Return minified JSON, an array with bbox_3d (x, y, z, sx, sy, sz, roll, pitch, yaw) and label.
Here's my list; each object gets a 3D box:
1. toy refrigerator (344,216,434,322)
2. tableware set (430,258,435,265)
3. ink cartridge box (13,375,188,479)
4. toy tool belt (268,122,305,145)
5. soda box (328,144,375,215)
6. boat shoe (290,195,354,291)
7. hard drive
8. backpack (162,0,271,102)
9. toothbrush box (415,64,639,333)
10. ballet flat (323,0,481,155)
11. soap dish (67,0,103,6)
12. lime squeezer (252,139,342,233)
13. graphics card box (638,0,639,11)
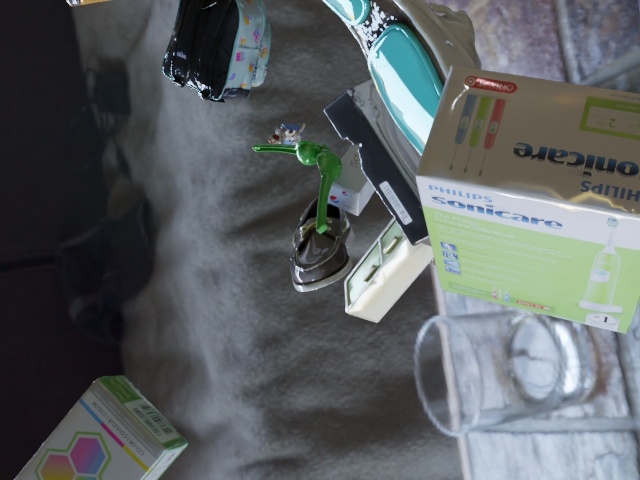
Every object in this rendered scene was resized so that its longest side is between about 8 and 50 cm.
[{"bbox_3d":[0.150,0.056,1.937,0.269,0.094,0.102,-54,26,39],"label":"toy refrigerator"},{"bbox_3d":[0.266,-0.009,2.250,0.104,0.024,0.154,7,113,48],"label":"tableware set"},{"bbox_3d":[-0.253,0.258,0.936,0.109,0.062,0.209,42,97,15],"label":"ink cartridge box"},{"bbox_3d":[-0.063,-0.211,1.705,0.052,0.083,0.051,47,116,18],"label":"toy tool belt"},{"bbox_3d":[0.092,-0.153,1.651,0.069,0.216,0.074,24,149,16],"label":"soda box"},{"bbox_3d":[0.000,0.000,1.619,0.324,0.117,0.096,-67,-39,-70],"label":"boat shoe"},{"bbox_3d":[0.177,-0.160,1.318,0.064,0.339,0.236,-32,90,42],"label":"hard drive"},{"bbox_3d":[-0.169,-0.350,1.496,0.166,0.144,0.188,31,123,32],"label":"backpack"},{"bbox_3d":[0.219,-0.028,0.844,0.283,0.206,0.122,60,-134,-64],"label":"toothbrush box"},{"bbox_3d":[0.094,-0.258,0.996,0.400,0.139,0.139,54,149,0],"label":"ballet flat"},{"bbox_3d":[-0.385,-0.548,1.596,0.229,0.291,0.118,64,-152,-51],"label":"soap dish"},{"bbox_3d":[-0.022,-0.129,1.580,0.110,0.059,0.310,-53,42,13],"label":"lime squeezer"},{"bbox_3d":[0.606,-0.485,1.384,0.371,0.094,0.232,-114,12,-78],"label":"graphics card box"}]
